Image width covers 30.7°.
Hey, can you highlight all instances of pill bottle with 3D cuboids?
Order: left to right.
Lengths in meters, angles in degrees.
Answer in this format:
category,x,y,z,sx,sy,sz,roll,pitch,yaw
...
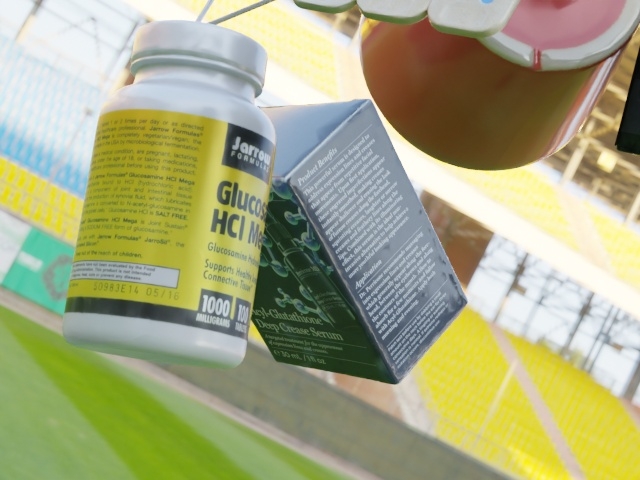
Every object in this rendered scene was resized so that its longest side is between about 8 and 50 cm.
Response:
category,x,y,z,sx,sy,sz,roll,pitch,yaw
pill bottle,-0.147,-0.045,1.200,0.188,0.334,0.188,8,-9,1

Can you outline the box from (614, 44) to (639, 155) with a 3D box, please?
category,x,y,z,sx,sy,sz,roll,pitch,yaw
box,0.399,-0.191,0.965,0.073,0.293,0.295,7,10,-30

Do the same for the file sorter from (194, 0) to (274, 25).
category,x,y,z,sx,sy,sz,roll,pitch,yaw
file sorter,-0.134,-0.433,1.470,0.173,0.193,0.278,-19,-63,21

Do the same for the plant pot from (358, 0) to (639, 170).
category,x,y,z,sx,sy,sz,roll,pitch,yaw
plant pot,0.190,-0.225,1.157,0.275,0.275,0.243,28,-12,-2

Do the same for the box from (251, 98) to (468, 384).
category,x,y,z,sx,sy,sz,roll,pitch,yaw
box,0.000,0.000,1.832,0.293,0.212,0.395,3,-50,49

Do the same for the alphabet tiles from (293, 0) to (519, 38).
category,x,y,z,sx,sy,sz,roll,pitch,yaw
alphabet tiles,0.110,-0.257,0.857,0.284,0.278,0.021,15,-28,30
